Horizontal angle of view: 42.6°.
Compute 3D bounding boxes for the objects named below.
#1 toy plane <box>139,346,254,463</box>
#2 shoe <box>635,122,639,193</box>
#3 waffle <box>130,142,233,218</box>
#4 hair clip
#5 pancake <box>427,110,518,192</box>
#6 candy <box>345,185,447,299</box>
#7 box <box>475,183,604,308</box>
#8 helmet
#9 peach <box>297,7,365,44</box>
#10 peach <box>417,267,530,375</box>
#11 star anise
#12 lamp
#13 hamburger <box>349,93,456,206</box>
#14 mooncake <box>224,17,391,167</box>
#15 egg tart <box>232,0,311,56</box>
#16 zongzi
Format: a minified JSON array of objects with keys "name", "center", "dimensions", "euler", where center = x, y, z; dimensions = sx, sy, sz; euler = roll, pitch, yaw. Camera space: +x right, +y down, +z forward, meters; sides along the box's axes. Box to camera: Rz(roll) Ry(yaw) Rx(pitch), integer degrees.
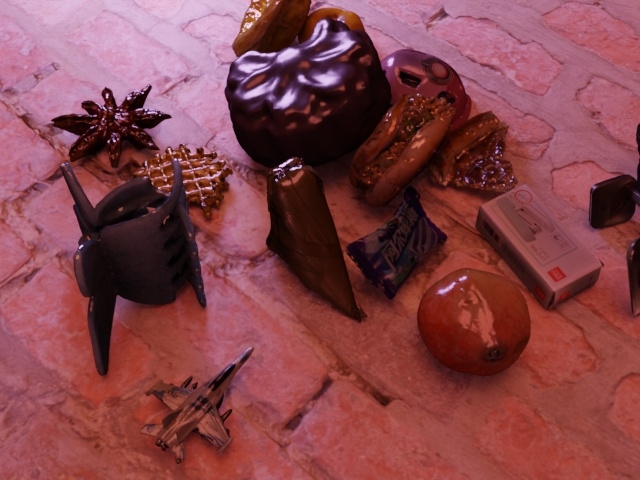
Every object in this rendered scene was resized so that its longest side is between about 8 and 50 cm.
[{"name":"toy plane","center":[-0.215,0.301,1.565],"dimensions":[0.192,0.088,0.262],"euler":[36,52,17]},{"name":"shoe","center":[0.799,-0.101,1.710],"dimensions":[0.171,0.237,0.384],"euler":[-20,33,-8]},{"name":"waffle","center":[-0.327,-0.131,1.890],"dimensions":[0.228,0.051,0.232],"euler":[16,55,15]},{"name":"hair clip","center":[-0.367,0.012,1.631],"dimensions":[0.238,0.318,0.392],"euler":[-11,53,-11]},{"name":"pancake","center":[0.379,-0.197,1.907],"dimensions":[0.266,0.057,0.244],"euler":[-33,48,-17]},{"name":"candy","center":[0.170,0.000,1.742],"dimensions":[0.145,0.070,0.275],"euler":[48,50,-1]},{"name":"box","center":[0.466,0.010,1.766],"dimensions":[0.135,0.079,0.269],"euler":[-25,58,-16]},{"name":"helmet","center":[0.245,-0.382,2.009],"dimensions":[0.253,0.154,0.198],"euler":[11,54,14]},{"name":"peach","center":[0.031,-0.538,2.146],"dimensions":[0.179,0.103,0.179],"euler":[2,55,-2]},{"name":"peach","center":[0.301,0.160,1.577],"dimensions":[0.232,0.233,0.233],"euler":[0,54,0]},{"name":"star anise","center":[-0.501,-0.284,1.976],"dimensions":[0.288,0.088,0.288],"euler":[-2,52,3]},{"name":"lamp","center":[0.661,0.010,1.741],"dimensions":[0.124,0.203,0.283],"euler":[-7,34,3]},{"name":"hamburger","center":[0.177,-0.208,1.824],"dimensions":[0.146,0.243,0.286],"euler":[36,91,-3]},{"name":"mooncake","center":[-0.029,-0.332,1.875],"dimensions":[0.381,0.212,0.351],"euler":[-30,49,-3]},{"name":"egg tart","center":[-0.107,-0.581,2.104],"dimensions":[0.128,0.319,0.319],"euler":[30,53,-19]},{"name":"zongzi","center":[0.000,0.000,1.667],"dimensions":[0.123,0.260,0.289],"euler":[-29,57,-23]}]
